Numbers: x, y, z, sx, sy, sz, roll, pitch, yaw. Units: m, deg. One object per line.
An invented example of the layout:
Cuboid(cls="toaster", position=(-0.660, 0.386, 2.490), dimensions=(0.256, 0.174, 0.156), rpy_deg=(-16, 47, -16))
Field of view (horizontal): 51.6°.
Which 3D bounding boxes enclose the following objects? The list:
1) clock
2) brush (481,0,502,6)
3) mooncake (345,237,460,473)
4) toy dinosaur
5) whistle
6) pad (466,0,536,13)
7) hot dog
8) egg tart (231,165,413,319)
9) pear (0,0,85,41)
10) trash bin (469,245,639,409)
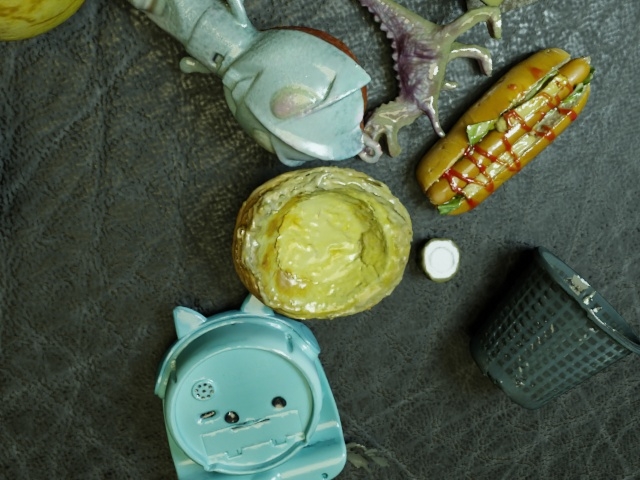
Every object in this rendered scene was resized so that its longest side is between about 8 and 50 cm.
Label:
Cuboid(cls="clock", position=(-0.098, 0.198, 0.835), dimensions=(0.223, 0.094, 0.274), rpy_deg=(-15, 110, -4))
Cuboid(cls="brush", position=(0.212, -0.360, 0.661), dimensions=(0.103, 0.047, 0.233), rpy_deg=(24, 117, -33))
Cuboid(cls="mooncake", position=(0.107, 0.164, 0.873), dimensions=(0.150, 0.057, 0.347), rpy_deg=(35, 103, -4))
Cuboid(cls="toy dinosaur", position=(0.096, -0.220, 0.741), dimensions=(0.199, 0.072, 0.251), rpy_deg=(-12, 120, 7))
Cuboid(cls="whistle", position=(-0.073, -0.192, 0.697), dimensions=(0.346, 0.142, 0.134), rpy_deg=(38, 71, -6))
Cuboid(cls="pad", position=(0.263, -0.345, 0.725), dimensions=(0.234, 0.003, 0.158), rpy_deg=(-20, 133, -1))
Cuboid(cls="hot dog", position=(0.223, -0.131, 0.784), dimensions=(0.250, 0.076, 0.104), rpy_deg=(-40, 108, 8))
Cuboid(cls="egg tart", position=(-0.001, -0.001, 0.773), dimensions=(0.212, 0.090, 0.213), rpy_deg=(-5, 123, -7))
Cuboid(cls="pear", position=(-0.302, -0.304, 0.550), dimensions=(0.280, 0.281, 0.281), rpy_deg=(-2, 108, -7))
Cuboid(cls="trash bin", position=(0.285, 0.124, 0.838), dimensions=(0.175, 0.175, 0.161), rpy_deg=(34, 111, -17))
